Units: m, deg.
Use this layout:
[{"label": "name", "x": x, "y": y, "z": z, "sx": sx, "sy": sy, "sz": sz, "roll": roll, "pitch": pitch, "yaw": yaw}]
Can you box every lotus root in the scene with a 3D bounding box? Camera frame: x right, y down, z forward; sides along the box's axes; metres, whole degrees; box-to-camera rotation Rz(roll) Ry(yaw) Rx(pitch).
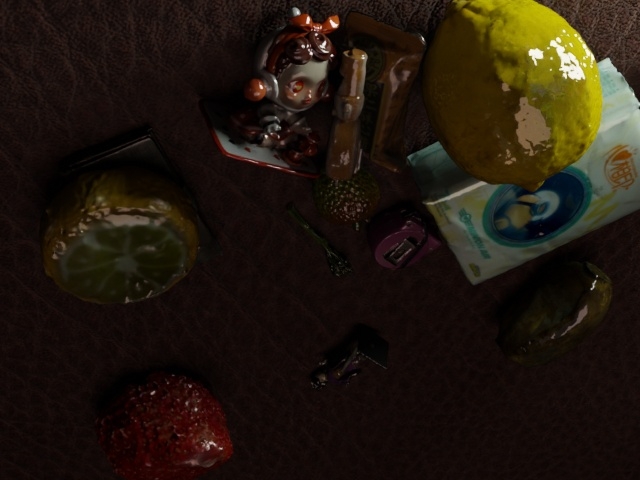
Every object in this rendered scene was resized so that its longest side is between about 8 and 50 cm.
[{"label": "lotus root", "x": 0.499, "y": 0.157, "z": 2.180, "sx": 0.152, "sy": 0.160, "sz": 0.275, "roll": 25, "pitch": 124, "yaw": -27}]

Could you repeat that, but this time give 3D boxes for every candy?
[{"label": "candy", "x": -0.321, "y": -0.006, "z": 1.670, "sx": 0.260, "sy": 0.118, "sz": 0.260, "roll": -10, "pitch": 140, "yaw": -8}, {"label": "candy", "x": 0.088, "y": -0.234, "z": 1.630, "sx": 0.143, "sy": 0.101, "sz": 0.271, "roll": 26, "pitch": 140, "yaw": 18}]

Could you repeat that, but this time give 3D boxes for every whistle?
[{"label": "whistle", "x": 0.042, "y": -0.182, "z": 1.577, "sx": 0.057, "sy": 0.107, "sz": 0.220, "roll": 8, "pitch": 117, "yaw": 4}]

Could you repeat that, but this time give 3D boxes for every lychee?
[{"label": "lychee", "x": 0.044, "y": -0.079, "z": 1.785, "sx": 0.114, "sy": 0.114, "sz": 0.146, "roll": -28, "pitch": 116, "yaw": 11}]

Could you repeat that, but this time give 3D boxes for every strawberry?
[{"label": "strawberry", "x": -0.308, "y": 0.403, "z": 2.091, "sx": 0.261, "sy": 0.258, "sz": 0.261, "roll": -18, "pitch": 142, "yaw": -14}]

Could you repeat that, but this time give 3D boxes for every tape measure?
[{"label": "tape measure", "x": 0.152, "y": -0.005, "z": 1.934, "sx": 0.125, "sy": 0.074, "sz": 0.118, "roll": -40, "pitch": 134, "yaw": 21}]

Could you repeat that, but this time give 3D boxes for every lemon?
[{"label": "lemon", "x": 0.289, "y": -0.229, "z": 1.588, "sx": 0.268, "sy": 0.268, "sz": 0.322, "roll": -22, "pitch": 112, "yaw": 4}]

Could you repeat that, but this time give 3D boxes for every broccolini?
[{"label": "broccolini", "x": 0.001, "y": 0.001, "z": 1.912, "sx": 0.044, "sy": 0.042, "sz": 0.218, "roll": -28, "pitch": 137, "yaw": 10}]

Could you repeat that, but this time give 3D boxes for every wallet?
[{"label": "wallet", "x": -0.294, "y": -0.049, "z": 1.740, "sx": 0.169, "sy": 0.044, "sz": 0.317, "roll": -19, "pitch": 138, "yaw": 5}]

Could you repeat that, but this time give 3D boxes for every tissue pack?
[{"label": "tissue pack", "x": 0.383, "y": -0.110, "z": 1.837, "sx": 0.388, "sy": 0.162, "sz": 0.287, "roll": -26, "pitch": 138, "yaw": 10}]

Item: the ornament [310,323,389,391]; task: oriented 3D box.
[{"label": "ornament", "x": 0.042, "y": 0.263, "z": 2.193, "sx": 0.203, "sy": 0.088, "sz": 0.081, "roll": -32, "pitch": 119, "yaw": 32}]

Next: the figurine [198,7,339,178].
[{"label": "figurine", "x": -0.045, "y": -0.241, "z": 1.558, "sx": 0.183, "sy": 0.160, "sz": 0.226, "roll": 12, "pitch": 123, "yaw": -32}]
